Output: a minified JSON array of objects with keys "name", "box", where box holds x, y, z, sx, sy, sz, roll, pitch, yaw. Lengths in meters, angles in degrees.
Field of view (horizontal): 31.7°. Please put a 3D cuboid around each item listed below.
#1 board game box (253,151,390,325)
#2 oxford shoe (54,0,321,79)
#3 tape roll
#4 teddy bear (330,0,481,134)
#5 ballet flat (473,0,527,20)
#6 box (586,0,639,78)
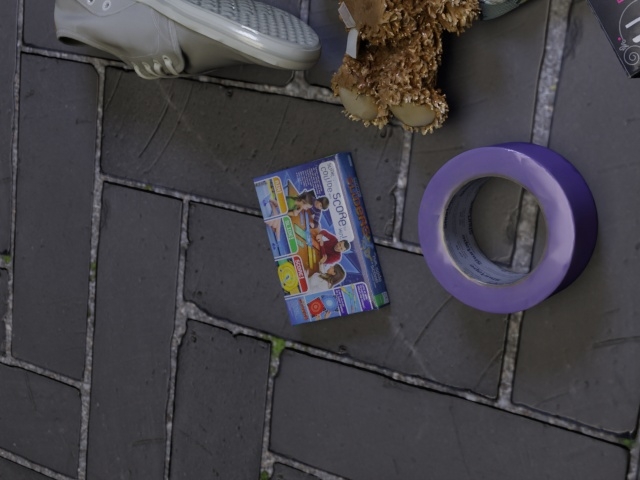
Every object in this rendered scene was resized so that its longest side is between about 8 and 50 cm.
[{"name":"board game box","box":[0.000,0.000,1.445,0.136,0.035,0.201,-13,92,33]},{"name":"oxford shoe","box":[-0.180,-0.262,1.436,0.449,0.169,0.130,21,107,35]},{"name":"tape roll","box":[0.212,-0.016,1.284,0.189,0.080,0.189,6,101,32]},{"name":"teddy bear","box":[0.081,-0.286,1.298,0.245,0.113,0.338,-7,99,58]},{"name":"ballet flat","box":[0.229,-0.305,1.220,0.221,0.079,0.077,-21,88,33]},{"name":"box","box":[0.344,-0.255,1.057,0.142,0.247,0.163,-31,82,31]}]
